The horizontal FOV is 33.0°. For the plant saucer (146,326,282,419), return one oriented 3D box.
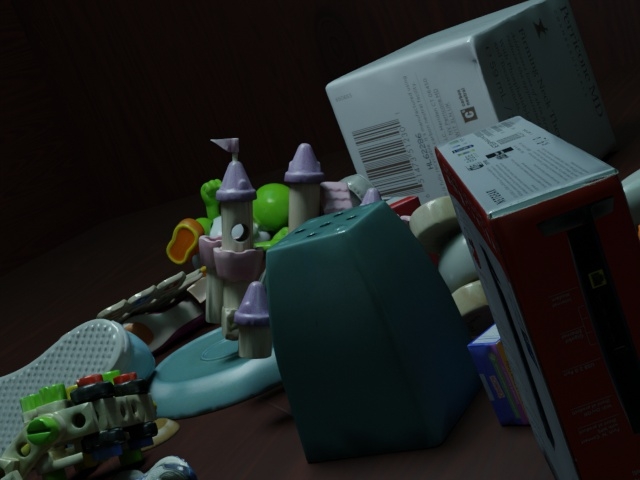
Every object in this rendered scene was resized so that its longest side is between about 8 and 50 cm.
[{"bbox_3d":[-0.123,0.170,1.596,0.318,0.043,0.317,-19,11,4],"label":"plant saucer"}]

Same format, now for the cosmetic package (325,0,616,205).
[{"bbox_3d":[0.285,-0.227,1.995,0.327,0.329,0.394,-13,14,40],"label":"cosmetic package"}]

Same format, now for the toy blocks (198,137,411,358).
[{"bbox_3d":[0.000,0.000,1.413,0.289,0.260,0.309,0,7,-14],"label":"toy blocks"}]

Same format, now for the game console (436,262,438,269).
[{"bbox_3d":[0.241,0.042,1.614,0.122,0.071,0.107,-9,46,48],"label":"game console"}]

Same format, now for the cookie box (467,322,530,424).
[{"bbox_3d":[0.207,0.121,1.089,0.040,0.092,0.107,-14,14,48],"label":"cookie box"}]

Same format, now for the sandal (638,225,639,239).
[{"bbox_3d":[0.459,-0.011,1.296,0.265,0.076,0.102,-26,29,41],"label":"sandal"}]

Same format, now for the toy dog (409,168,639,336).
[{"bbox_3d":[0.275,0.015,1.278,0.334,0.220,0.161,0,-22,15],"label":"toy dog"}]

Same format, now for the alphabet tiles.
[{"bbox_3d":[-0.341,0.137,1.924,0.284,0.021,0.278,-26,-11,-27],"label":"alphabet tiles"}]

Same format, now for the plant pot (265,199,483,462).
[{"bbox_3d":[0.047,0.088,1.168,0.165,0.234,0.166,-14,12,31],"label":"plant pot"}]

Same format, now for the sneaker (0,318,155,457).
[{"bbox_3d":[-0.396,0.255,1.576,0.366,0.135,0.150,-29,-33,12],"label":"sneaker"}]

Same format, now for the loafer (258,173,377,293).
[{"bbox_3d":[-0.009,0.022,1.675,0.111,0.112,0.319,-32,-19,-45],"label":"loafer"}]

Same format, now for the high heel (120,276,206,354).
[{"bbox_3d":[-0.279,0.160,1.923,0.244,0.082,0.117,-42,-18,-21],"label":"high heel"}]

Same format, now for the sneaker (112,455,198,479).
[{"bbox_3d":[-0.190,0.280,1.186,0.135,0.052,0.058,-25,11,35],"label":"sneaker"}]

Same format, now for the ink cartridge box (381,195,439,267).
[{"bbox_3d":[0.111,0.004,1.715,0.078,0.134,0.231,-25,12,-24],"label":"ink cartridge box"}]

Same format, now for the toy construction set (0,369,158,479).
[{"bbox_3d":[-0.308,0.235,1.262,0.215,0.151,0.327,-17,6,10],"label":"toy construction set"}]

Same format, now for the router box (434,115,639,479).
[{"bbox_3d":[0.186,0.075,0.804,0.082,0.301,0.335,-20,10,4],"label":"router box"}]

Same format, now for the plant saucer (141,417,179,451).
[{"bbox_3d":[-0.229,0.257,1.437,0.083,0.015,0.083,-20,11,4],"label":"plant saucer"}]

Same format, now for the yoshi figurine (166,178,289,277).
[{"bbox_3d":[-0.159,-0.035,2.317,0.203,0.203,0.362,2,17,23],"label":"yoshi figurine"}]
